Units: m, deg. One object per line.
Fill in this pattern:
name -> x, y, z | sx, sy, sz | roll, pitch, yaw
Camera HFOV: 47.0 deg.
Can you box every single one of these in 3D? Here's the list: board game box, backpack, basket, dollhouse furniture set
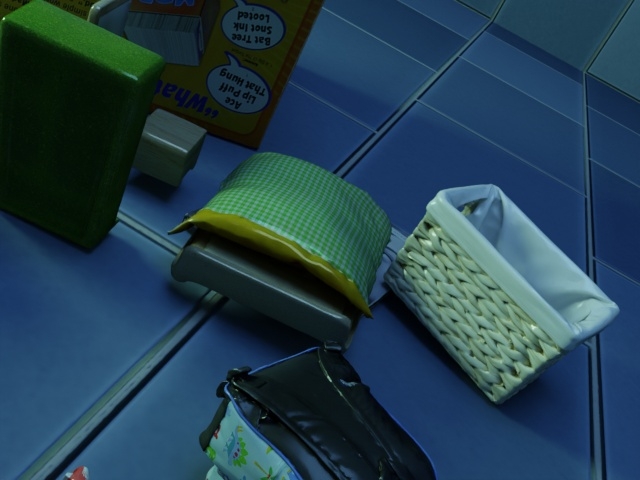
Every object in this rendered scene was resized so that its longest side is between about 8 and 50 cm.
board game box -> -0.174, -0.382, 0.807 | 0.356, 0.356, 0.356 | 17, 31, -20
backpack -> 0.001, 0.127, 0.411 | 0.105, 0.084, 0.114 | -9, 40, -48
basket -> 0.153, 0.044, 0.647 | 0.113, 0.103, 0.167 | -11, 55, -51
dollhouse furniture set -> -0.065, -0.071, 0.576 | 0.301, 0.151, 0.197 | 25, 35, -1

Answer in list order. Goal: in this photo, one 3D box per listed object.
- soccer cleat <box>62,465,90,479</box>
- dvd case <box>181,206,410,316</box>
soccer cleat -> -0.115, 0.145, 0.343 | 0.035, 0.029, 0.083 | 27, 30, -21
dvd case -> 0.000, 0.000, 0.692 | 0.164, 0.018, 0.221 | 37, 29, 16
